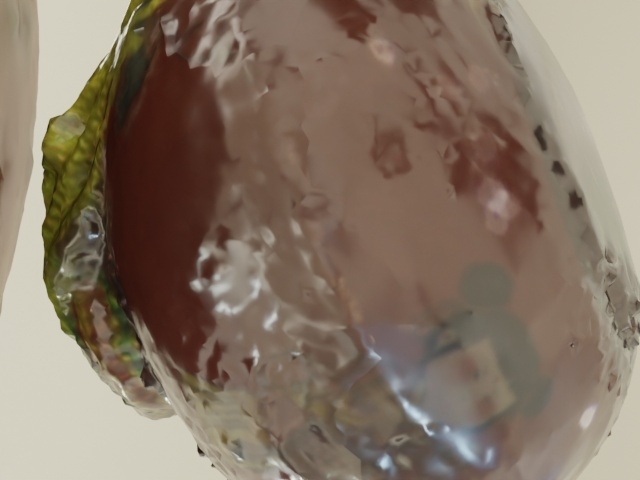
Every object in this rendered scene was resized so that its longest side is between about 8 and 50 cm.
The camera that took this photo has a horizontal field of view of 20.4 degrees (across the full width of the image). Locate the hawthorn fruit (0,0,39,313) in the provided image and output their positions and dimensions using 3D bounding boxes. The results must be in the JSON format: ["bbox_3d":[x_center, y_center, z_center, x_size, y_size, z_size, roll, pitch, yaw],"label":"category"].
[{"bbox_3d":[-0.239,-0.046,0.450,0.403,0.403,0.403,11,-102,-60],"label":"hawthorn fruit"}]

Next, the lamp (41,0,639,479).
[{"bbox_3d":[0.002,0.002,0.427,0.156,0.135,0.157,48,-157,-51],"label":"lamp"}]
